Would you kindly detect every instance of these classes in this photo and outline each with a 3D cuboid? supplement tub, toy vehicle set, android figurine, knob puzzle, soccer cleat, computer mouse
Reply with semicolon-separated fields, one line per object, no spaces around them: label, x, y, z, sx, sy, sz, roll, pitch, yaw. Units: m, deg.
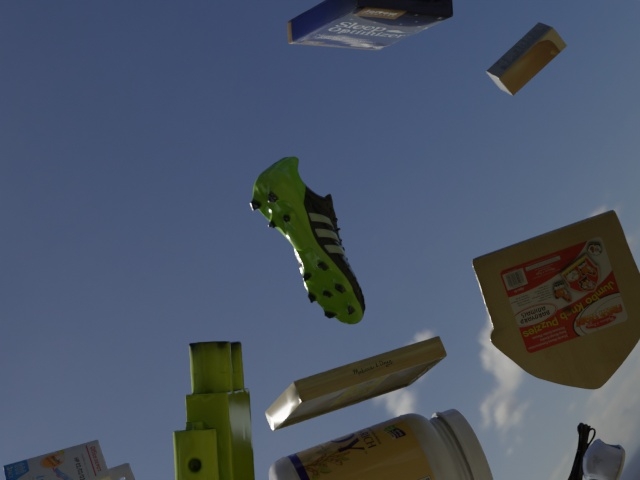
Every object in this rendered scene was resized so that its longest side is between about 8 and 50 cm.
supplement tub;0.103;0.428;1.996;0.331;0.241;0.241;-18;-29;-11
toy vehicle set;0.056;0.230;1.929;0.266;0.035;0.166;-14;-18;-26
android figurine;-0.102;0.239;1.226;0.248;0.056;0.273;47;-140;-84
knob puzzle;0.284;0.080;1.380;0.213;0.213;0.030;-60;5;11
soccer cleat;0.000;0.000;1.160;0.060;0.179;0.072;-13;26;42
computer mouse;0.425;0.339;1.877;0.193;0.042;0.106;124;166;-82

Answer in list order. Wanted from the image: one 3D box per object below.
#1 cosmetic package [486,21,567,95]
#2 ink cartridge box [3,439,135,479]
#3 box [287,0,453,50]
cosmetic package;0.319;-0.281;1.864;0.115;0.041;0.060;-43;23;5
ink cartridge box;-0.363;0.354;1.759;0.181;0.104;0.062;-14;-63;-16
box;0.067;-0.281;1.500;0.136;0.037;0.225;0;-7;-27
